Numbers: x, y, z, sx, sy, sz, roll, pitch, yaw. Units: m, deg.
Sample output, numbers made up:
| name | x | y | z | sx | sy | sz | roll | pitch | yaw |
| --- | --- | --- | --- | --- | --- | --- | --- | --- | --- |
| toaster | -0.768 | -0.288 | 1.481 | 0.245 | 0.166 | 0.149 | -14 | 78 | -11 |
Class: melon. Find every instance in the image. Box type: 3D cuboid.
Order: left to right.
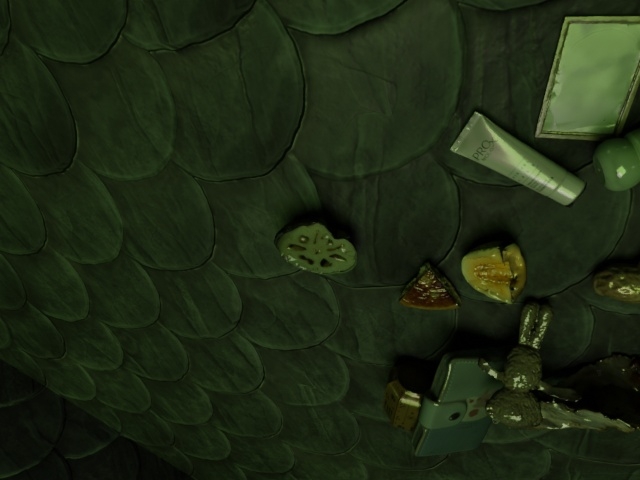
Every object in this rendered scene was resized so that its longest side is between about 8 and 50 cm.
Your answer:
| name | x | y | z | sx | sy | sz | roll | pitch | yaw |
| --- | --- | --- | --- | --- | --- | --- | --- | --- | --- |
| melon | 0.381 | 0.053 | 0.950 | 0.128 | 0.079 | 0.160 | 3 | 130 | 41 |

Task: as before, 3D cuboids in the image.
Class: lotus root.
| name | x | y | z | sx | sy | sz | roll | pitch | yaw |
| --- | --- | --- | --- | --- | --- | --- | --- | --- | --- |
| lotus root | -0.004 | 0.001 | 1.049 | 0.204 | 0.077 | 0.183 | -8 | 134 | 30 |

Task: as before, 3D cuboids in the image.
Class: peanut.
| name | x | y | z | sx | sy | sz | roll | pitch | yaw |
| --- | --- | --- | --- | --- | --- | --- | --- | --- | --- |
| peanut | 0.662 | 0.064 | 0.842 | 0.228 | 0.085 | 0.104 | -33 | 100 | 38 |

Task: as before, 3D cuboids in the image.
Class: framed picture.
| name | x | y | z | sx | sy | sz | roll | pitch | yaw |
| --- | --- | --- | --- | --- | --- | --- | --- | --- | --- |
| framed picture | 0.454 | -0.264 | 0.717 | 0.136 | 0.010 | 0.200 | 7 | 128 | 15 |

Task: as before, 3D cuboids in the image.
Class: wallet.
| name | x | y | z | sx | sy | sz | roll | pitch | yaw |
| --- | --- | --- | --- | --- | --- | --- | --- | --- | --- |
| wallet | 0.378 | 0.431 | 1.135 | 0.253 | 0.083 | 0.359 | 0 | 117 | -21 |

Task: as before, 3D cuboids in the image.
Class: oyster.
| name | x | y | z | sx | sy | sz | roll | pitch | yaw |
| --- | --- | --- | --- | --- | --- | --- | --- | --- | --- |
| oyster | 0.624 | 0.387 | 1.011 | 0.337 | 0.198 | 0.133 | -21 | 100 | 27 |

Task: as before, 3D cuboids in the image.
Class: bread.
| name | x | y | z | sx | sy | sz | roll | pitch | yaw |
| --- | --- | --- | --- | --- | --- | --- | --- | --- | --- |
| bread | 0.283 | 0.127 | 1.050 | 0.136 | 0.054 | 0.154 | 26 | 136 | 2 |

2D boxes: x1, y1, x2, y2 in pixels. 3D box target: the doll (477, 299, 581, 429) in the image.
| name | x | y | z | sx | sy | sz | roll | pitch | yaw |
| --- | --- | --- | --- | --- | --- | --- | --- | --- | --- |
| doll | 0.465 | 0.291 | 1.002 | 0.203 | 0.091 | 0.285 | -14 | 87 | 9 |

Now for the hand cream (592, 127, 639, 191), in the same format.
| name | x | y | z | sx | sy | sz | roll | pitch | yaw |
| --- | --- | --- | --- | --- | --- | --- | --- | --- | --- |
| hand cream | 0.619 | -0.166 | 0.691 | 0.306 | 0.093 | 0.147 | -19 | 120 | 21 |

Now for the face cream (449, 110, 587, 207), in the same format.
| name | x | y | z | sx | sy | sz | roll | pitch | yaw |
| --- | --- | --- | --- | --- | --- | --- | --- | --- | --- |
| face cream | 0.375 | -0.148 | 0.809 | 0.244 | 0.058 | 0.092 | 30 | 135 | 4 |

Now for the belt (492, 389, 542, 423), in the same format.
| name | x | y | z | sx | sy | sz | roll | pitch | yaw |
| --- | --- | --- | --- | --- | --- | --- | --- | --- | --- |
| belt | 0.529 | 0.459 | 1.212 | 0.071 | 0.053 | 0.232 | 37 | 129 | -10 |

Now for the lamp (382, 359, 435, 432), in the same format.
| name | x | y | z | sx | sy | sz | roll | pitch | yaw |
| --- | --- | --- | --- | --- | --- | --- | --- | --- | --- |
| lamp | 0.262 | 0.450 | 1.242 | 0.162 | 0.161 | 0.184 | 13 | 127 | 11 |
